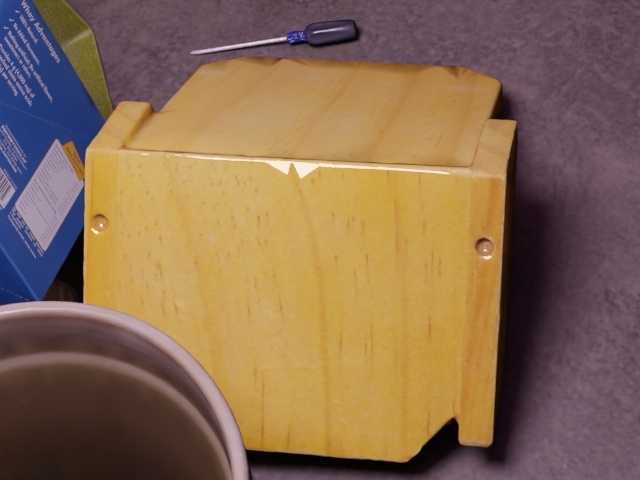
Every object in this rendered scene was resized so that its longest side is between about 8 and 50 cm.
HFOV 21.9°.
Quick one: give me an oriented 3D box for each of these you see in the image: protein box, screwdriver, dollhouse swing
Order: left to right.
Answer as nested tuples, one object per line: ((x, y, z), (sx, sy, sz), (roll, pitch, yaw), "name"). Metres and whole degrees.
((-0.296, -0.075, 1.383), (0.136, 0.200, 0.201), (-10, 37, 27), "protein box")
((-0.047, -0.197, 1.645), (0.170, 0.024, 0.025), (-10, 27, 3), "screwdriver")
((0.000, 0.000, 1.481), (0.347, 0.305, 0.315), (3, 98, 10), "dollhouse swing")

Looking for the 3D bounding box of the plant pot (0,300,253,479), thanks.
((-0.190, 0.250, 1.202), (0.323, 0.280, 0.323), (-3, 56, 5), "plant pot")

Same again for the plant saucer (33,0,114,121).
((-0.266, -0.176, 1.572), (0.045, 0.188, 0.188), (-27, 54, 12), "plant saucer")

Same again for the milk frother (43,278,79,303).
((-0.245, 0.087, 1.395), (0.143, 0.129, 0.134), (-39, 45, 36), "milk frother")
